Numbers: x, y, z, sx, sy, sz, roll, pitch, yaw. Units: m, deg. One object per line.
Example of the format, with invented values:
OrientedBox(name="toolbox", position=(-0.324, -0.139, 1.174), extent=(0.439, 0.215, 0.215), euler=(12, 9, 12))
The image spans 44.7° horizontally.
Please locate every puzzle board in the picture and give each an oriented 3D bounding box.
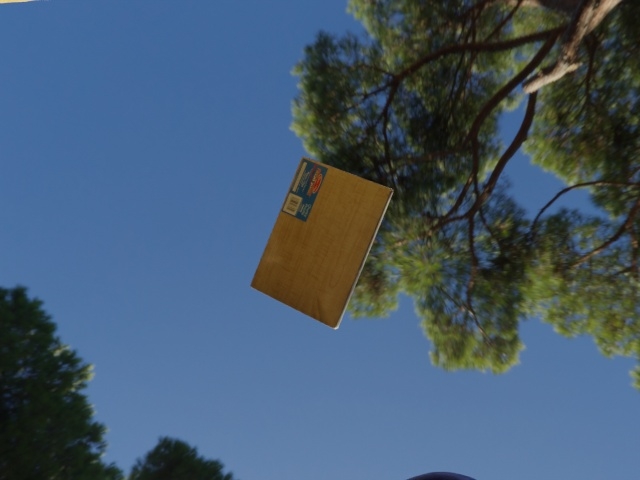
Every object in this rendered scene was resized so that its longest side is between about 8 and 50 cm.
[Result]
OrientedBox(name="puzzle board", position=(0.000, 0.000, 0.679), extent=(0.096, 0.011, 0.128), euler=(24, -87, 31))

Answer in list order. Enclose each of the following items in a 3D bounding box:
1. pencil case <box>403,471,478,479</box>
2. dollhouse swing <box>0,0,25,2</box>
OrientedBox(name="pencil case", position=(0.128, 0.260, 0.416), extent=(0.306, 0.119, 0.133), euler=(49, -51, -6))
OrientedBox(name="dollhouse swing", position=(-0.114, -0.329, 0.336), extent=(0.347, 0.315, 0.305), euler=(-1, -120, 7))
